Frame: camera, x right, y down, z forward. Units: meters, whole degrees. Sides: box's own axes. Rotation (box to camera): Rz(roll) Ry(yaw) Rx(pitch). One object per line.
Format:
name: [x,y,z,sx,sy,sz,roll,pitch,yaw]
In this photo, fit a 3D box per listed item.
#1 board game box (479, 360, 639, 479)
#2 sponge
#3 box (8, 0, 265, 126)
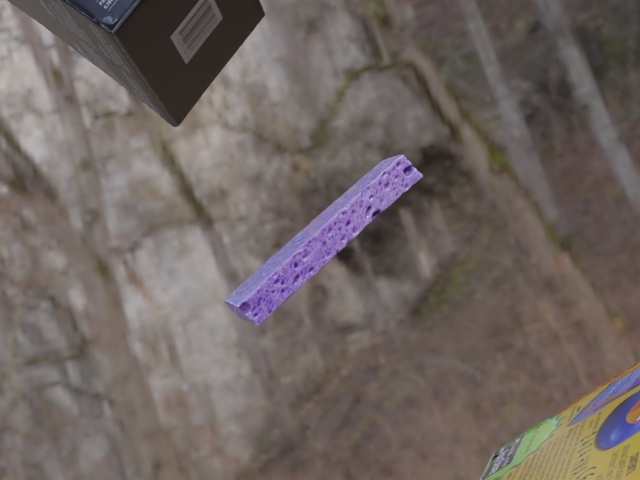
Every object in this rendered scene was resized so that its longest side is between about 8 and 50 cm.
board game box: [0.317,0.230,0.993,0.356,0.356,0.356,-35,0,18]
sponge: [0.000,0.000,1.599,0.210,0.031,0.117,-42,6,-9]
box: [-0.253,-0.323,1.853,0.179,0.312,0.343,-53,-12,-6]
